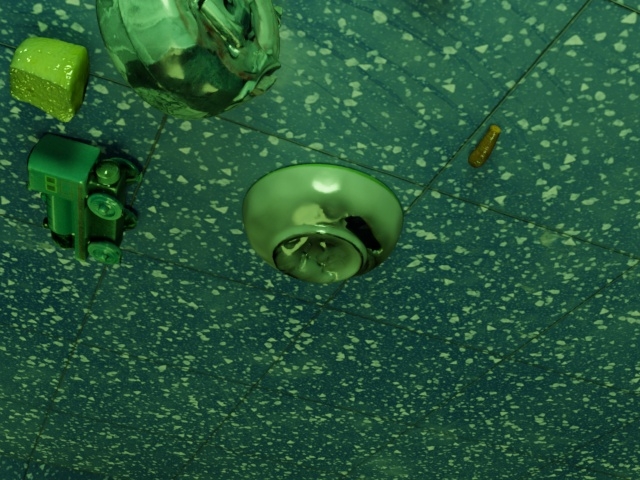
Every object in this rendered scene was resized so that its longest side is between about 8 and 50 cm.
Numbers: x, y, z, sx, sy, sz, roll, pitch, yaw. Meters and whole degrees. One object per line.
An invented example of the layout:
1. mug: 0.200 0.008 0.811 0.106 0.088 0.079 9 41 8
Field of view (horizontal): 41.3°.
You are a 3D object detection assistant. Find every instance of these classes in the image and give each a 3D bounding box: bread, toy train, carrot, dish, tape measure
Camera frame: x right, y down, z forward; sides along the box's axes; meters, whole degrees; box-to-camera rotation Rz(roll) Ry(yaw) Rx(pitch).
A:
1. bread: -0.428 -0.266 1.361 0.114 0.111 0.129 18 145 -10
2. toy train: -0.458 -0.069 1.645 0.194 0.120 0.298 17 144 -3
3. carrot: 0.287 -0.162 1.483 0.032 0.032 0.093 13 140 -11
4. dish: 0.000 0.000 1.666 0.324 0.124 0.324 3 145 2
5. tape measure: -0.166 -0.303 1.145 0.147 0.275 0.256 -17 135 34
